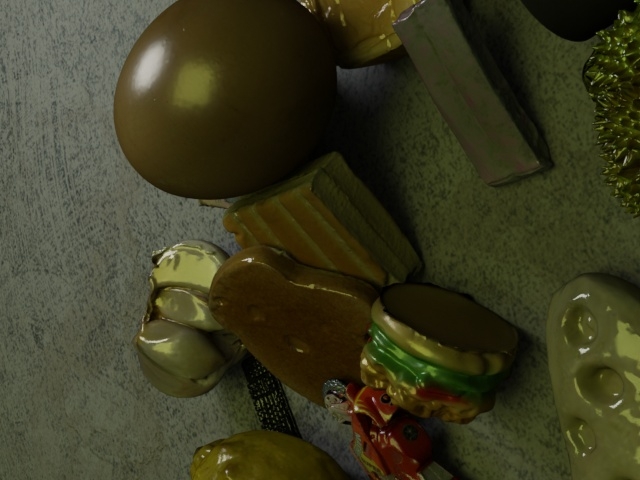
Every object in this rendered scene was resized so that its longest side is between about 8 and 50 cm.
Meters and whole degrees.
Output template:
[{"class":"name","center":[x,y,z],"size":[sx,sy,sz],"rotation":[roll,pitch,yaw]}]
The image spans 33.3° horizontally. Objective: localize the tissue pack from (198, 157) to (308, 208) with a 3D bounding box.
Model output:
[{"class":"tissue pack","center":[-0.120,-0.175,1.836],"size":[0.215,0.123,0.257],"rotation":[9,99,44]}]

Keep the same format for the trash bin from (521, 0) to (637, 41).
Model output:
[{"class":"trash bin","center":[0.392,-0.400,1.274],"size":[0.334,0.214,0.214],"rotation":[-32,72,44]}]

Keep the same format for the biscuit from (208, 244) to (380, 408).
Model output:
[{"class":"biscuit","center":[-0.009,0.133,1.688],"size":[0.343,0.057,0.287],"rotation":[40,136,-6]}]

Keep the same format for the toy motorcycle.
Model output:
[{"class":"toy motorcycle","center":[0.113,0.325,1.645],"size":[0.298,0.089,0.171],"rotation":[52,137,6]}]

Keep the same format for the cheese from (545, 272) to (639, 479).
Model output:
[{"class":"cheese","center":[0.381,0.224,1.391],"size":[0.328,0.129,0.351],"rotation":[49,122,27]}]

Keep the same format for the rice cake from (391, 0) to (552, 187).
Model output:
[{"class":"rice cake","center":[0.208,-0.210,1.488],"size":[0.106,0.050,0.298],"rotation":[-19,111,42]}]

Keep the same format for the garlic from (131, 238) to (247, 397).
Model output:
[{"class":"garlic","center":[-0.215,0.149,1.928],"size":[0.203,0.185,0.281],"rotation":[14,83,16]}]

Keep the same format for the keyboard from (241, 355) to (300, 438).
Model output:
[{"class":"keyboard","center":[-0.083,0.310,1.911],"size":[0.072,0.023,0.231],"rotation":[-33,71,38]}]

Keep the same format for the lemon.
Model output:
[{"class":"lemon","center":[-0.073,0.449,1.752],"size":[0.285,0.285,0.316],"rotation":[-46,48,36]}]

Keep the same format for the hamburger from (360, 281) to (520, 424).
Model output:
[{"class":"hamburger","center":[0.167,0.170,1.534],"size":[0.237,0.237,0.149],"rotation":[31,113,37]}]

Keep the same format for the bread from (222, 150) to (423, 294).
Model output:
[{"class":"bread","center":[0.000,0.000,1.679],"size":[0.239,0.111,0.246],"rotation":[-18,121,47]}]

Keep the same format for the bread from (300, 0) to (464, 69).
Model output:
[{"class":"bread","center":[0.093,-0.359,1.610],"size":[0.250,0.133,0.179],"rotation":[-18,85,46]}]

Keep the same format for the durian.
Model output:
[{"class":"durian","center":[0.430,-0.157,1.230],"size":[0.224,0.291,0.291],"rotation":[-10,87,34]}]

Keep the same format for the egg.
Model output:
[{"class":"egg","center":[-0.145,-0.213,1.597],"size":[0.374,0.301,0.301],"rotation":[-38,68,41]}]
